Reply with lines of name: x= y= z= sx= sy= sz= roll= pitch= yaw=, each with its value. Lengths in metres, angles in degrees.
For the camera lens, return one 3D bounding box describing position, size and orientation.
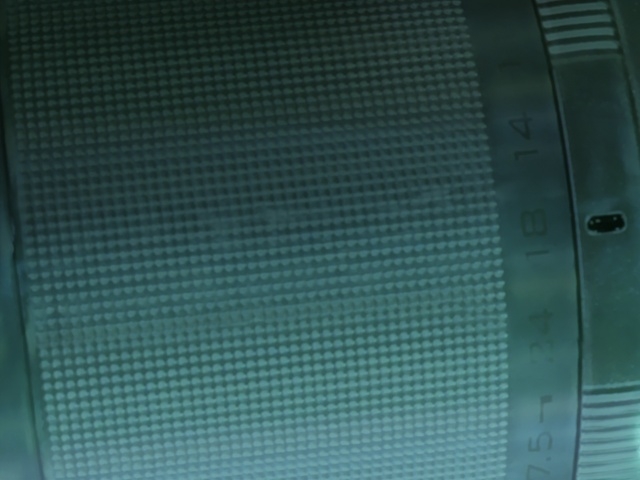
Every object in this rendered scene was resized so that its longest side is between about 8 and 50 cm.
camera lens: x=0.000 y=0.000 z=0.534 sx=0.274 sy=0.219 sz=0.219 roll=-6 pitch=164 yaw=-7
